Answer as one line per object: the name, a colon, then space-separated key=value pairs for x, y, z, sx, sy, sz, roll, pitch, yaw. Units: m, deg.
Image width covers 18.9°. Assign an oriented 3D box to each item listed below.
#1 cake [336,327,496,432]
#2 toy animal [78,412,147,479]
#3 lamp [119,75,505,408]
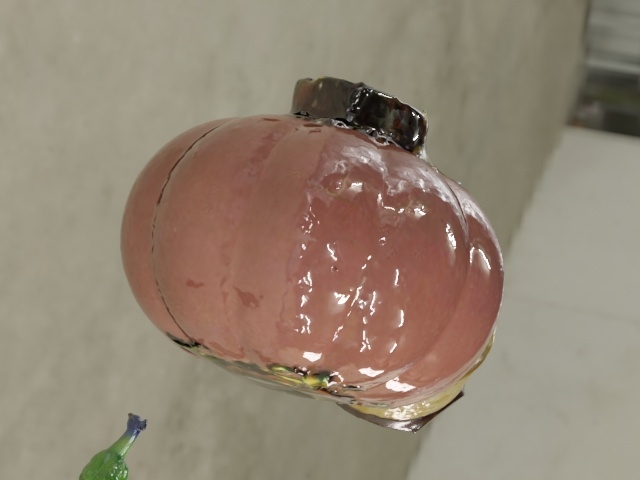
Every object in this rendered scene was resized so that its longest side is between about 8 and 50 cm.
cake: x=0.094 y=0.073 z=1.954 sx=0.178 sy=0.207 sz=0.185 roll=-50 pitch=-164 yaw=54
toy animal: x=-0.221 y=0.251 z=1.718 sx=0.217 sy=0.041 sz=0.075 roll=-58 pitch=-164 yaw=-15
lamp: x=0.000 y=0.000 z=1.478 sx=0.305 sy=0.305 sz=0.240 roll=45 pitch=61 yaw=-69
